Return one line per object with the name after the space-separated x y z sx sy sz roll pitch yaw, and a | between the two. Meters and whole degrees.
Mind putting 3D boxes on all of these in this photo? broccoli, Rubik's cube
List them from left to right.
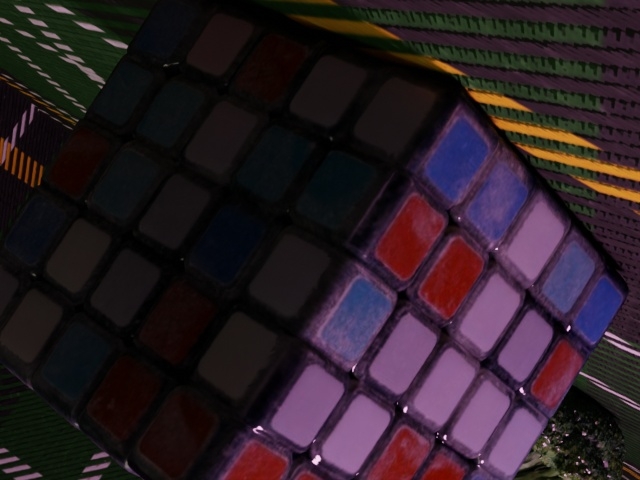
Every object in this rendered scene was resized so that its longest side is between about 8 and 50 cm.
-0.015 0.040 0.885 0.287 0.292 0.293 28 171 42 | Rubik's cube
0.305 0.300 1.805 0.261 0.242 0.269 -123 14 -51 | broccoli
